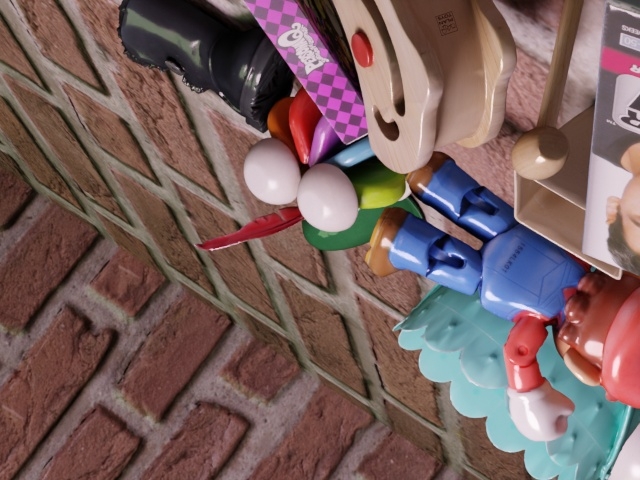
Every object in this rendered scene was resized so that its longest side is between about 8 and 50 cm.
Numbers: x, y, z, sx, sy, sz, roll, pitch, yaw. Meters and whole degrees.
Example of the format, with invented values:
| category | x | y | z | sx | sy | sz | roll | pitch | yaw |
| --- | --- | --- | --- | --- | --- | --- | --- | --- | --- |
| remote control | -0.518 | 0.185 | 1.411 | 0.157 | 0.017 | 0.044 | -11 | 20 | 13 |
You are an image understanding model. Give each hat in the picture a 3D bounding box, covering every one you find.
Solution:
| category | x | y | z | sx | sy | sz | roll | pitch | yaw |
| --- | --- | --- | --- | --- | --- | --- | --- | --- | --- |
| hat | 0.000 | 0.000 | 1.764 | 0.173 | 0.183 | 0.208 | 44 | 165 | -29 |

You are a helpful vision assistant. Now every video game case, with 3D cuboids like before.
| category | x | y | z | sx | sy | sz | roll | pitch | yaw |
| --- | --- | --- | --- | --- | --- | --- | --- | --- | --- |
| video game case | -0.034 | -0.224 | 1.174 | 0.232 | 0.042 | 0.210 | 52 | -163 | -46 |

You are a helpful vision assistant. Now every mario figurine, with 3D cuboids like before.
| category | x | y | z | sx | sy | sz | roll | pitch | yaw |
| --- | --- | --- | --- | --- | --- | --- | --- | --- | --- |
| mario figurine | 0.204 | 0.055 | 1.325 | 0.320 | 0.198 | 0.170 | 33 | -154 | 12 |

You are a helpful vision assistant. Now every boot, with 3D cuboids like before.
| category | x | y | z | sx | sy | sz | roll | pitch | yaw |
| --- | --- | --- | --- | --- | --- | --- | --- | --- | --- |
| boot | -0.133 | -0.217 | 1.560 | 0.207 | 0.094 | 0.246 | 32 | 172 | 3 |

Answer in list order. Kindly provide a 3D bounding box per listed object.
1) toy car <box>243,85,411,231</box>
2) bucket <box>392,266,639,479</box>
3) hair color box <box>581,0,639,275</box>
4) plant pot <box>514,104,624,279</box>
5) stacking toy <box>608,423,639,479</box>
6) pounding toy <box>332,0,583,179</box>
| category | x | y | z | sx | sy | sz | roll | pitch | yaw |
| --- | --- | --- | --- | --- | --- | --- | --- | --- | --- |
| toy car | 0.016 | -0.103 | 1.533 | 0.182 | 0.159 | 0.136 | 27 | 127 | 34 |
| bucket | 0.237 | 0.123 | 1.522 | 0.281 | 0.183 | 0.281 | 42 | 172 | 8 |
| hair color box | 0.284 | -0.072 | 0.928 | 0.185 | 0.113 | 0.374 | 23 | 163 | 17 |
| plant pot | 0.237 | -0.048 | 1.205 | 0.109 | 0.096 | 0.109 | 32 | 165 | 19 |
| stacking toy | 0.526 | 0.397 | 1.727 | 0.480 | 0.350 | 0.350 | 53 | 171 | 18 |
| pounding toy | 0.107 | -0.153 | 1.092 | 0.269 | 0.155 | 0.154 | 65 | 161 | 12 |
